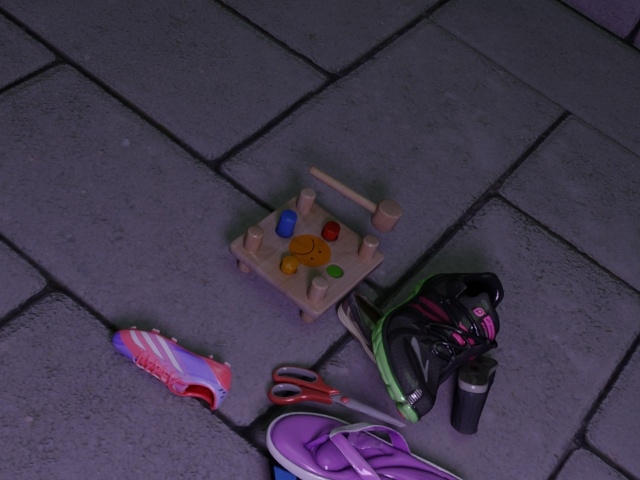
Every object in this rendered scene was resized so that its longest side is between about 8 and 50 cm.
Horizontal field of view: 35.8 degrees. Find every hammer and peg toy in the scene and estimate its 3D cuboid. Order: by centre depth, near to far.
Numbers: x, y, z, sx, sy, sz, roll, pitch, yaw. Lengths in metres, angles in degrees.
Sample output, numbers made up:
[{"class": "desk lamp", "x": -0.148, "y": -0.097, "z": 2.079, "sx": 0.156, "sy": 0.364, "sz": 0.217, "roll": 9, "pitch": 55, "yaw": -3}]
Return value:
[{"class": "hammer and peg toy", "x": 0.000, "y": 0.000, "z": 2.188, "sx": 0.266, "sy": 0.127, "sz": 0.361, "roll": 37, "pitch": 48, "yaw": 16}]

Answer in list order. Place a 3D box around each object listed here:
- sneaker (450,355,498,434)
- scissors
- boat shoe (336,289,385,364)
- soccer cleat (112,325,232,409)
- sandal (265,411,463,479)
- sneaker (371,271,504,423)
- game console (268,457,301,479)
[{"class": "sneaker", "x": 0.311, "y": 0.314, "z": 2.065, "sx": 0.083, "sy": 0.118, "sz": 0.222, "roll": 15, "pitch": 16, "yaw": 15}, {"class": "scissors", "x": 0.036, "y": 0.299, "z": 1.927, "sx": 0.297, "sy": 0.021, "sz": 0.109, "roll": 7, "pitch": 31, "yaw": 19}, {"class": "boat shoe", "x": 0.125, "y": 0.197, "z": 2.093, "sx": 0.080, "sy": 0.073, "sz": 0.223, "roll": -28, "pitch": 64, "yaw": -39}, {"class": "soccer cleat", "x": -0.290, "y": 0.243, "z": 1.905, "sx": 0.248, "sy": 0.083, "sz": 0.095, "roll": 22, "pitch": 51, "yaw": -3}, {"class": "sandal", "x": 0.104, "y": 0.399, "z": 1.839, "sx": 0.416, "sy": 0.102, "sz": 0.169, "roll": 21, "pitch": 32, "yaw": -5}, {"class": "sneaker", "x": 0.247, "y": 0.181, "z": 1.990, "sx": 0.185, "sy": 0.202, "sz": 0.483, "roll": 61, "pitch": 33, "yaw": -16}, {"class": "game console", "x": -0.021, "y": 0.463, "z": 1.793, "sx": 0.124, "sy": 0.085, "sz": 0.144, "roll": -10, "pitch": 52, "yaw": -1}]
